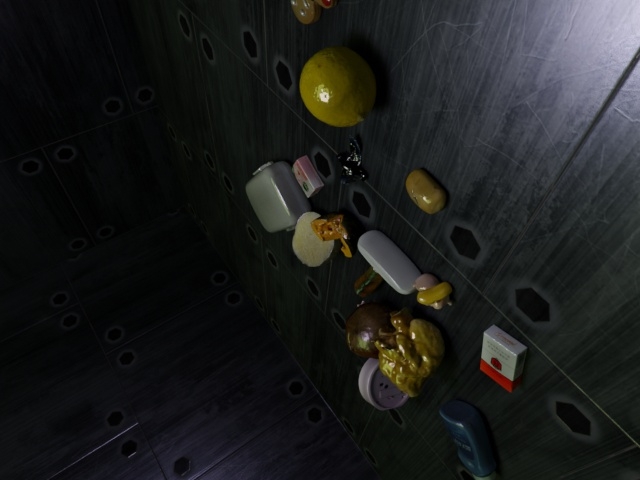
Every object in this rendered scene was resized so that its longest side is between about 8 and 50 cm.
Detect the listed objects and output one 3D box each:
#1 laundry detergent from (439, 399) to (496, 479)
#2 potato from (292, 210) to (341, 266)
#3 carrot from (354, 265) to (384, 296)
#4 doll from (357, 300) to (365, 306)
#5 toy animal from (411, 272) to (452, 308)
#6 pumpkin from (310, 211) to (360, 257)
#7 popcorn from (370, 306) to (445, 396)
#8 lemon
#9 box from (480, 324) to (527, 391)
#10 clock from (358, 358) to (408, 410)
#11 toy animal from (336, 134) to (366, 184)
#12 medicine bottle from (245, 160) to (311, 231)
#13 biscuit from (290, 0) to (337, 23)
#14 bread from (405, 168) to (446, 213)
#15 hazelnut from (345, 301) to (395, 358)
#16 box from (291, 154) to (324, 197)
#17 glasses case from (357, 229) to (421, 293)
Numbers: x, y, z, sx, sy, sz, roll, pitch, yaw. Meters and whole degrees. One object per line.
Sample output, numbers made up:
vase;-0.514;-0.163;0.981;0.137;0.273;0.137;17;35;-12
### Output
laundry detergent;0.479;0.655;1.513;0.143;0.094;0.289;2;118;60
potato;0.000;0.000;1.737;0.202;0.117;0.182;46;112;32
carrot;0.172;0.121;1.578;0.070;0.070;0.260;55;155;15
doll;0.178;0.275;1.746;0.127;0.073;0.084;61;-171;-4
toy animal;0.304;0.150;1.312;0.114;0.091;0.082;34;160;45
pumpkin;0.067;-0.032;1.565;0.183;0.108;0.119;37;155;31
popcorn;0.279;0.333;1.447;0.190;0.191;0.253;-14;96;52
lemon;0.044;-0.363;1.139;0.203;0.178;0.178;56;157;15
box;0.461;0.300;1.205;0.100;0.048;0.152;40;152;45
clock;0.238;0.507;1.716;0.068;0.197;0.196;6;122;64
toy animal;0.088;-0.216;1.387;0.220;0.062;0.108;99;155;-58
medicine bottle;-0.177;-0.165;1.902;0.282;0.123;0.375;65;158;-5
biscuit;-0.023;-0.642;1.123;0.196;0.049;0.301;58;158;12
bread;0.248;-0.114;1.150;0.115;0.056;0.082;52;155;20
hazelnut;0.192;0.314;1.623;0.208;0.208;0.208;46;153;32
box;-0.046;-0.223;1.660;0.125;0.043;0.089;59;158;5
glasses case;0.203;0.061;1.406;0.233;0.092;0.059;48;159;26
